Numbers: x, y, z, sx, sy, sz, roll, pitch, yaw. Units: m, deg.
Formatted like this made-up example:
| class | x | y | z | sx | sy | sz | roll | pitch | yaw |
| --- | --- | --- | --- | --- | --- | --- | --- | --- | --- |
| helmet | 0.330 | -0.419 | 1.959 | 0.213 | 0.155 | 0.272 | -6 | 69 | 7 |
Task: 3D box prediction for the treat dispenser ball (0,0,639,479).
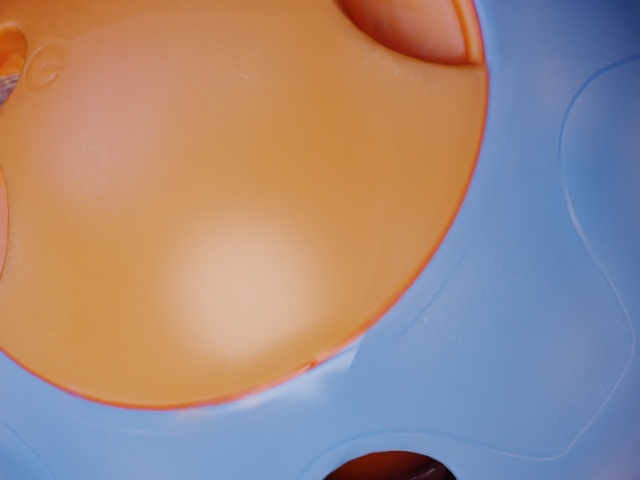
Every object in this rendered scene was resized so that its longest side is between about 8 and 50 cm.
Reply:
| class | x | y | z | sx | sy | sz | roll | pitch | yaw |
| --- | --- | --- | --- | --- | --- | --- | --- | --- | --- |
| treat dispenser ball | 0.000 | 0.000 | 0.698 | 0.288 | 0.288 | 0.288 | -42 | 31 | 33 |
